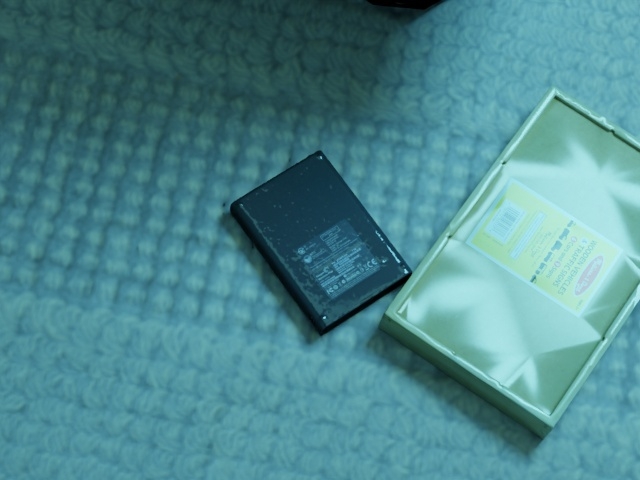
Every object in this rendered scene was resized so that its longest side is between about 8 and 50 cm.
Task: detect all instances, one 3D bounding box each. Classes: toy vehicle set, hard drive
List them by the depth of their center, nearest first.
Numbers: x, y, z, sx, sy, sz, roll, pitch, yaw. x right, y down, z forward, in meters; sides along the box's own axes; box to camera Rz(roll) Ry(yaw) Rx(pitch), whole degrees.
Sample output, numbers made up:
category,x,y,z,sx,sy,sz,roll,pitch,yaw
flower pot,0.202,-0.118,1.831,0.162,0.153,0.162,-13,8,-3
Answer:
category,x,y,z,sx,sy,sz,roll,pitch,yaw
hard drive,0.000,0.000,1.379,0.094,0.022,0.135,-32,75,-16
toy vehicle set,0.191,0.013,1.386,0.166,0.035,0.267,35,69,8

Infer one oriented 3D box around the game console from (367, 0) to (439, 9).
category,x,y,z,sx,sy,sz,roll,pitch,yaw
game console,0.040,-0.380,1.526,0.213,0.044,0.361,-36,75,-18
